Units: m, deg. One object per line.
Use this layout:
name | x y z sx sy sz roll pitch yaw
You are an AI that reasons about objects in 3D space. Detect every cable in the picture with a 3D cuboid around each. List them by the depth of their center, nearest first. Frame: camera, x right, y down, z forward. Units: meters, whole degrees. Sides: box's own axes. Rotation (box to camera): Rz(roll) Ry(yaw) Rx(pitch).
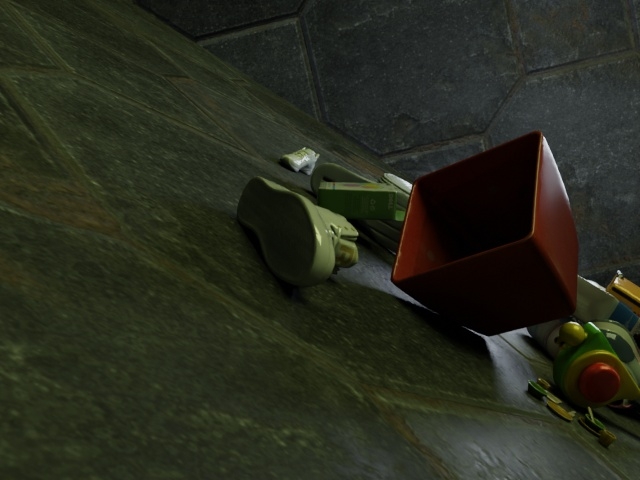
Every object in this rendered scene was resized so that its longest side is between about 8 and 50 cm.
cable | 0.265 -0.103 2.407 0.257 0.089 0.257 34 11 6

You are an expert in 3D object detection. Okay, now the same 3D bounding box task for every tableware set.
tableware set | 0.400 0.269 1.327 0.154 0.024 0.104 39 13 27

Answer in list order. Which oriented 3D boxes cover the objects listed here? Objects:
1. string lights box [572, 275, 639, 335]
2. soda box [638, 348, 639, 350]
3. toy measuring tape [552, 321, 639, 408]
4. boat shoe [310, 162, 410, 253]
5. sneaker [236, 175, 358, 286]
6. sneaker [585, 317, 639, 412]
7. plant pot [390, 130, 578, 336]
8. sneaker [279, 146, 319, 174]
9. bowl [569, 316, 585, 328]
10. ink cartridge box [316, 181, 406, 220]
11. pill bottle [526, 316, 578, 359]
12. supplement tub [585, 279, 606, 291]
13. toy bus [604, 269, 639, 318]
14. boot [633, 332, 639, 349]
string lights box | 0.580 0.144 1.775 0.133 0.077 0.259 36 6 35
soda box | 0.684 0.281 1.911 0.092 0.083 0.263 34 11 19
toy measuring tape | 0.496 0.276 1.460 0.330 0.121 0.121 53 5 -18
boat shoe | 0.134 -0.072 1.821 0.335 0.121 0.119 36 12 23
sneaker | 0.000 0.000 1.176 0.169 0.108 0.292 23 13 -27
sneaker | 0.603 0.295 1.642 0.319 0.131 0.112 43 -37 -22
plant pot | 0.314 0.016 1.468 0.236 0.267 0.267 47 41 -28
sneaker | -0.051 -0.200 2.034 0.053 0.061 0.152 38 13 16
bowl | 0.645 0.214 2.102 0.170 0.080 0.170 32 11 -7
ink cartridge box | 0.099 -0.079 1.669 0.209 0.062 0.109 2 11 2
pill bottle | 0.499 0.199 1.741 0.087 0.087 0.160 28 12 -20
supplement tub | 0.757 0.197 2.320 0.199 0.144 0.144 27 12 -23
toy bus | 0.757 0.159 2.092 0.108 0.130 0.332 34 10 16
boot | 0.959 0.361 2.178 0.377 0.138 0.284 37 10 40
